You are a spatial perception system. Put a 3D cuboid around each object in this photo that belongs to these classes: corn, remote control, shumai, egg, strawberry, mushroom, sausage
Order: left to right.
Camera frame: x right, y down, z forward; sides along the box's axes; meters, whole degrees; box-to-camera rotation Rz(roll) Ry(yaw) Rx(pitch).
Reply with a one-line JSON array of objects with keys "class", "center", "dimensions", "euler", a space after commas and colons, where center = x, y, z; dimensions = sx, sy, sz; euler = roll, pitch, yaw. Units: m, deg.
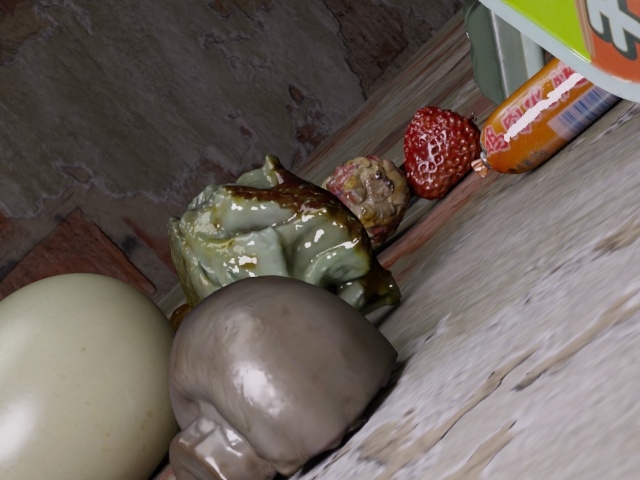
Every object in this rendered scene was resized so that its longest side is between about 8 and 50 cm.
[{"class": "egg", "center": [-0.216, 0.139, 1.457], "dimensions": [0.253, 0.188, 0.188], "euler": [-52, 10, -36]}, {"class": "mushroom", "center": [-0.037, 0.083, 1.072], "dimensions": [0.141, 0.117, 0.188], "euler": [-32, -4, -23]}, {"class": "shumai", "center": [-0.022, 0.031, 1.251], "dimensions": [0.142, 0.184, 0.184], "euler": [-18, 3, -6]}, {"class": "corn", "center": [0.000, 0.000, 1.603], "dimensions": [0.079, 0.079, 0.237], "euler": [-46, 4, -37]}, {"class": "strawberry", "center": [0.102, -0.075, 1.552], "dimensions": [0.083, 0.073, 0.073], "euler": [-60, 13, -27]}, {"class": "remote control", "center": [0.160, -0.178, 1.580], "dimensions": [0.066, 0.128, 0.335], "euler": [-8, 9, 5]}, {"class": "sausage", "center": [0.236, -0.156, 1.236], "dimensions": [0.348, 0.053, 0.053], "euler": [-41, 5, 19]}]

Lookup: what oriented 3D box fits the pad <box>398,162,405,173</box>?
[{"class": "pad", "center": [0.027, -0.023, 1.872], "dimensions": [0.248, 0.007, 0.367], "euler": [-41, 1, 15]}]

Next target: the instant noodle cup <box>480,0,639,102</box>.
[{"class": "instant noodle cup", "center": [0.238, -0.284, 1.074], "dimensions": [0.308, 0.294, 0.294], "euler": [-38, 3, -20]}]

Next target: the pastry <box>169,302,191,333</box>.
[{"class": "pastry", "center": [-0.106, 0.095, 1.614], "dimensions": [0.153, 0.081, 0.153], "euler": [-51, 8, 10]}]
